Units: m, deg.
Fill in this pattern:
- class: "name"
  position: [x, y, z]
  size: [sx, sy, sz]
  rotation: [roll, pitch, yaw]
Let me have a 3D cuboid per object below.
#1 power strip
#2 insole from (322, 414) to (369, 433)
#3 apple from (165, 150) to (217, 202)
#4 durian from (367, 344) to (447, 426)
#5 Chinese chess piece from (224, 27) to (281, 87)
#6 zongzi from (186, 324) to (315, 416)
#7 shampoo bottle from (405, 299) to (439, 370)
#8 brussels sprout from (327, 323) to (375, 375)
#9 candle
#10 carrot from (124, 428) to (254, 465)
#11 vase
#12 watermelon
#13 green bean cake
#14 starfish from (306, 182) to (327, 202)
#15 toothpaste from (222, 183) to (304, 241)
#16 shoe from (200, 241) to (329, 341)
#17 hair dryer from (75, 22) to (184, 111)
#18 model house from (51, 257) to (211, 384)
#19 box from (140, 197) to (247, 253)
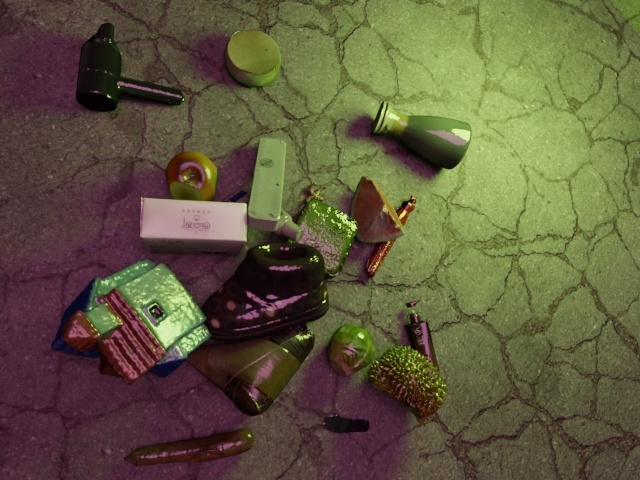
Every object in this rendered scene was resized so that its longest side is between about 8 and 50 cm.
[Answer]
- class: "power strip"
  position: [-0.159, -0.186, 1.356]
  size: [0.091, 0.062, 0.384]
  rotation: [7, 48, -8]
- class: "insole"
  position: [0.080, 0.566, 1.372]
  size: [0.153, 0.002, 0.053]
  rotation: [7, 77, -14]
- class: "apple"
  position: [-0.383, -0.183, 1.323]
  size: [0.147, 0.147, 0.163]
  rotation: [8, 78, -13]
- class: "durian"
  position: [0.271, 0.426, 1.348]
  size: [0.176, 0.200, 0.237]
  rotation: [-45, 79, 17]
- class: "Chinese chess piece"
  position: [-0.226, -0.609, 1.494]
  size: [0.189, 0.083, 0.188]
  rotation: [4, 74, -14]
- class: "zongzi"
  position: [-0.211, 0.301, 1.286]
  size: [0.318, 0.154, 0.289]
  rotation: [35, 61, 9]
- class: "shampoo bottle"
  position: [0.329, 0.316, 1.461]
  size: [0.068, 0.067, 0.236]
  rotation: [-15, 83, -9]
- class: "brussels sprout"
  position: [0.093, 0.333, 1.365]
  size: [0.155, 0.117, 0.154]
  rotation: [8, 71, -23]
- class: "candle"
  position: [0.238, -0.019, 1.515]
  size: [0.051, 0.048, 0.329]
  rotation: [37, 72, -14]
- class: "carrot"
  position: [-0.354, 0.575, 1.218]
  size: [0.343, 0.070, 0.070]
  rotation: [-3, 80, -15]
- class: "vase"
  position: [0.348, -0.379, 1.565]
  size: [0.322, 0.173, 0.173]
  rotation: [18, 74, -7]
- class: "watermelon"
  position: [0.165, -0.084, 1.488]
  size: [0.146, 0.128, 0.231]
  rotation: [-33, 54, 16]
- class: "green bean cake"
  position: [0.000, 0.000, 1.411]
  size: [0.201, 0.113, 0.214]
  rotation: [29, 73, -9]
- class: "starfish"
  position: [-0.015, -0.151, 1.483]
  size: [0.078, 0.028, 0.091]
  rotation: [46, 68, -8]
- class: "toothpaste"
  position: [-0.168, -0.080, 1.351]
  size: [0.283, 0.068, 0.099]
  rotation: [32, 25, 25]
- class: "shoe"
  position: [-0.171, 0.133, 1.255]
  size: [0.385, 0.171, 0.236]
  rotation: [-12, 110, -6]
- class: "hair dryer"
  position: [-0.572, -0.512, 1.375]
  size: [0.303, 0.116, 0.244]
  rotation: [7, 77, -26]
- class: "model house"
  position: [-0.483, 0.233, 1.073]
  size: [0.252, 0.329, 0.294]
  rotation: [-36, 93, 19]
- class: "box"
  position: [-0.357, -0.032, 1.270]
  size: [0.275, 0.203, 0.116]
  rotation: [2, 77, -15]
